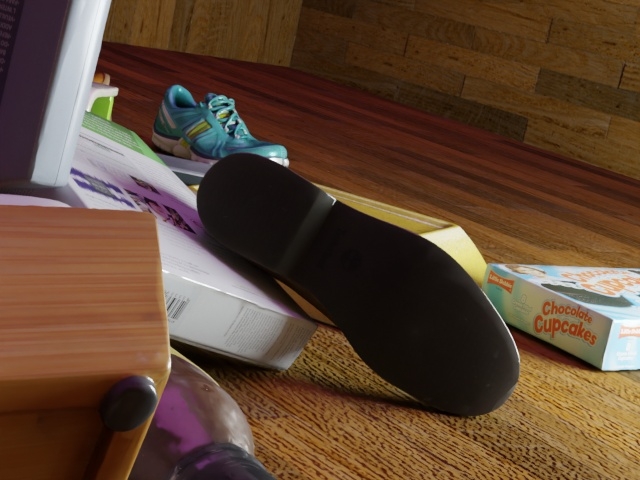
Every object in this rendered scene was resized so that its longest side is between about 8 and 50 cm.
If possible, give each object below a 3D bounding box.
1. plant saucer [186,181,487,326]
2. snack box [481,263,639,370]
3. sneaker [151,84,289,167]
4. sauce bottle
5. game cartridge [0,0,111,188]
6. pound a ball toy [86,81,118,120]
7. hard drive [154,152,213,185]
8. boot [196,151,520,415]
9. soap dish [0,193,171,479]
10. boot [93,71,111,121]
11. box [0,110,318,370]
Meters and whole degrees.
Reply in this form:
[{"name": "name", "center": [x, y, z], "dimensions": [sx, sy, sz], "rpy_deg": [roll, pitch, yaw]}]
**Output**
[{"name": "plant saucer", "center": [0.000, 0.000, 1.432], "dimensions": [0.333, 0.081, 0.333], "rpy_deg": [17, 12, 25]}, {"name": "snack box", "center": [0.352, 0.081, 1.441], "dimensions": [0.322, 0.060, 0.187], "rpy_deg": [2, 15, -38]}, {"name": "sneaker", "center": [-0.157, -0.163, 1.967], "dimensions": [0.275, 0.110, 0.107], "rpy_deg": [23, 16, 39]}, {"name": "sauce bottle", "center": [-0.112, 0.110, 0.746], "dimensions": [0.111, 0.111, 0.344], "rpy_deg": [3, 17, -36]}, {"name": "game cartridge", "center": [-0.283, -0.150, 0.999], "dimensions": [0.297, 0.198, 0.062], "rpy_deg": [22, 15, 34]}, {"name": "pound a ball toy", "center": [-0.424, -0.204, 1.655], "dimensions": [0.319, 0.208, 0.136], "rpy_deg": [14, 12, 9]}, {"name": "hard drive", "center": [-0.201, -0.098, 1.829], "dimensions": [0.135, 0.022, 0.094], "rpy_deg": [12, 12, 0]}, {"name": "boot", "center": [0.035, 0.033, 1.101], "dimensions": [0.305, 0.112, 0.115], "rpy_deg": [37, -3, 1]}, {"name": "soap dish", "center": [-0.206, 0.093, 0.484], "dimensions": [0.291, 0.229, 0.118], "rpy_deg": [1, 33, -42]}, {"name": "boot", "center": [-0.417, -0.203, 1.912], "dimensions": [0.211, 0.104, 0.295], "rpy_deg": [9, 16, -15]}, {"name": "box", "center": [-0.170, -0.027, 1.090], "dimensions": [0.232, 0.058, 0.322], "rpy_deg": [25, 17, -50]}]
